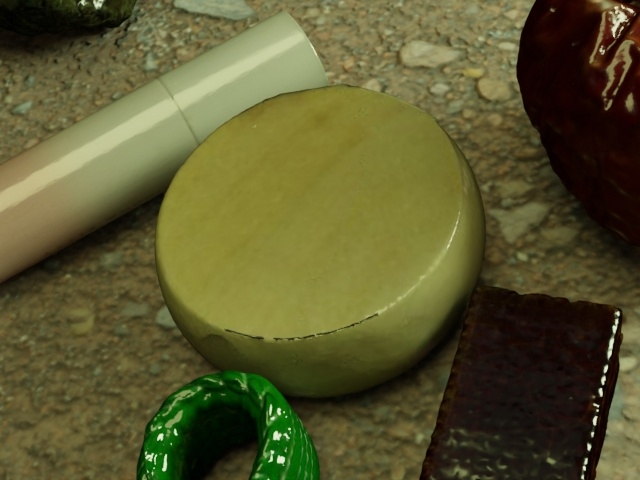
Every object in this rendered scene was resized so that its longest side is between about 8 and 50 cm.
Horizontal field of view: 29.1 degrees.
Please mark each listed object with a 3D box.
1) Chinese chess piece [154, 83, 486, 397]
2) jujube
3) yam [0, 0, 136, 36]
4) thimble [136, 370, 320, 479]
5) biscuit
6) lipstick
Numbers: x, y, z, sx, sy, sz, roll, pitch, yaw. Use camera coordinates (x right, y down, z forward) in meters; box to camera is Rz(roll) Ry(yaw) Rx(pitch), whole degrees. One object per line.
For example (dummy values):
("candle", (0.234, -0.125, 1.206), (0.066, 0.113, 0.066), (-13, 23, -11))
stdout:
("Chinese chess piece", (0.000, 0.000, 0.932), (0.251, 0.097, 0.250), (-7, 53, 10))
("jujube", (0.260, -0.107, 0.887), (0.213, 0.213, 0.232), (-25, 58, -4))
("yam", (-0.313, -0.307, 1.176), (0.300, 0.195, 0.195), (20, 62, 26))
("thimble", (-0.063, 0.160, 0.836), (0.118, 0.090, 0.130), (-17, 52, 5))
("biscuit", (0.106, 0.200, 0.777), (0.107, 0.073, 0.388), (9, 57, 18))
("lipstick", (-0.152, -0.078, 1.031), (0.327, 0.087, 0.087), (-30, 53, -8))
